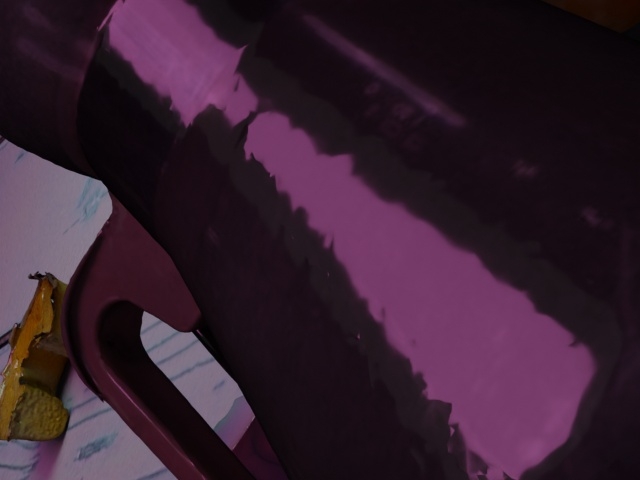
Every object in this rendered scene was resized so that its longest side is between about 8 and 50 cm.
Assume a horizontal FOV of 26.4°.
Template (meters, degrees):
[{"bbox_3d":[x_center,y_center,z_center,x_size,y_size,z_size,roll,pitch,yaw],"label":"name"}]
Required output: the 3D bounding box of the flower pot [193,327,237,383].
[{"bbox_3d":[0.025,0.019,0.762,0.148,0.235,0.235,-43,30,6],"label":"flower pot"}]

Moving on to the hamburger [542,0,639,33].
[{"bbox_3d":[0.063,-0.170,0.758,0.170,0.246,0.246,-40,36,24],"label":"hamburger"}]

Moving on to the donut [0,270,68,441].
[{"bbox_3d":[-0.277,0.118,1.397,0.181,0.078,0.146,-66,24,20],"label":"donut"}]

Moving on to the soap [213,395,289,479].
[{"bbox_3d":[-0.031,0.165,0.849,0.056,0.100,0.149,-34,41,49],"label":"soap"}]

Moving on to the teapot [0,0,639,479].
[{"bbox_3d":[0.030,0.009,0.548,0.344,0.253,0.300,45,118,23],"label":"teapot"}]
